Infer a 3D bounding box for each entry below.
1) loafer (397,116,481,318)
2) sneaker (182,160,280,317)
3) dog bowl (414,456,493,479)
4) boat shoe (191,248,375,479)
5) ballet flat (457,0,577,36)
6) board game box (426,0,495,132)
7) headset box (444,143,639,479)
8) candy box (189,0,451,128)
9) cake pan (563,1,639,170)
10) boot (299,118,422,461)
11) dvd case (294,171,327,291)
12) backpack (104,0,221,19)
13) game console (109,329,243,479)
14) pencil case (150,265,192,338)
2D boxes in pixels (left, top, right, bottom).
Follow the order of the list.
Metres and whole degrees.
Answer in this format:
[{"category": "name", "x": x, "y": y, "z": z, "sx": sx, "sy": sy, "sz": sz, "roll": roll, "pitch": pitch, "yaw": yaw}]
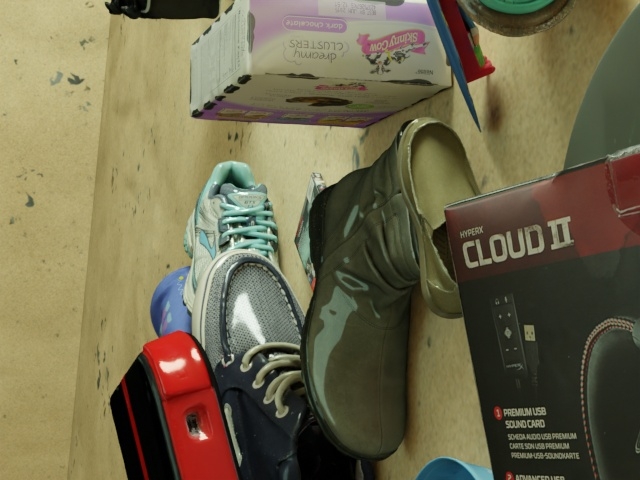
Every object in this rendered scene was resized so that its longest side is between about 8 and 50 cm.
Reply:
[{"category": "loafer", "x": 0.093, "y": -0.020, "z": 0.838, "sx": 0.050, "sy": 0.056, "sz": 0.148, "roll": 145, "pitch": 116, "yaw": -66}, {"category": "sneaker", "x": -0.096, "y": 0.002, "z": 1.316, "sx": 0.283, "sy": 0.110, "sz": 0.122, "roll": -118, "pitch": 39, "yaw": -57}, {"category": "dog bowl", "x": 0.093, "y": 0.267, "z": 0.755, "sx": 0.166, "sy": 0.074, "sz": 0.297, "roll": -109, "pitch": 28, "yaw": -49}, {"category": "boat shoe", "x": -0.026, "y": 0.142, "z": 1.083, "sx": 0.158, "sy": 0.127, "sz": 0.340, "roll": -49, "pitch": 50, "yaw": 55}, {"category": "ballet flat", "x": 0.119, "y": -0.252, "z": 0.756, "sx": 0.106, "sy": 0.107, "sz": 0.316, "roll": 85, "pitch": -174, "yaw": -70}, {"category": "board game box", "x": 0.096, "y": -0.156, "z": 0.814, "sx": 0.168, "sy": 0.033, "sz": 0.133, "roll": 55, "pitch": -165, "yaw": -62}, {"category": "headset box", "x": 0.163, "y": 0.076, "z": 0.375, "sx": 0.218, "sy": 0.110, "sz": 0.293, "roll": -18, "pitch": 80, "yaw": 56}, {"category": "candy box", "x": -0.006, "y": -0.144, "z": 0.971, "sx": 0.196, "sy": 0.165, "sz": 0.070, "roll": 167, "pitch": 103, "yaw": -70}, {"category": "cake pan", "x": 0.193, "y": -0.003, "z": 0.531, "sx": 0.293, "sy": 0.054, "sz": 0.293, "roll": -177, "pitch": 90, "yaw": -71}, {"category": "boot", "x": 0.050, "y": 0.040, "z": 0.920, "sx": 0.161, "sy": 0.083, "sz": 0.246, "roll": 145, "pitch": 124, "yaw": -60}, {"category": "dvd case", "x": 0.000, "y": 0.000, "z": 1.171, "sx": 0.119, "sy": 0.013, "sz": 0.087, "roll": -114, "pitch": 33, "yaw": -52}, {"category": "backpack", "x": -0.163, "y": -0.402, "z": 1.441, "sx": 0.225, "sy": 0.191, "sz": 0.253, "roll": -147, "pitch": 54, "yaw": -66}, {"category": "game console", "x": -0.120, "y": 0.298, "z": 1.134, "sx": 0.342, "sy": 0.060, "sz": 0.386, "roll": 131, "pitch": 125, "yaw": -68}, {"category": "pencil case", "x": -0.114, "y": 0.156, "z": 1.324, "sx": 0.306, "sy": 0.119, "sz": 0.133, "roll": -115, "pitch": 22, "yaw": -54}]
